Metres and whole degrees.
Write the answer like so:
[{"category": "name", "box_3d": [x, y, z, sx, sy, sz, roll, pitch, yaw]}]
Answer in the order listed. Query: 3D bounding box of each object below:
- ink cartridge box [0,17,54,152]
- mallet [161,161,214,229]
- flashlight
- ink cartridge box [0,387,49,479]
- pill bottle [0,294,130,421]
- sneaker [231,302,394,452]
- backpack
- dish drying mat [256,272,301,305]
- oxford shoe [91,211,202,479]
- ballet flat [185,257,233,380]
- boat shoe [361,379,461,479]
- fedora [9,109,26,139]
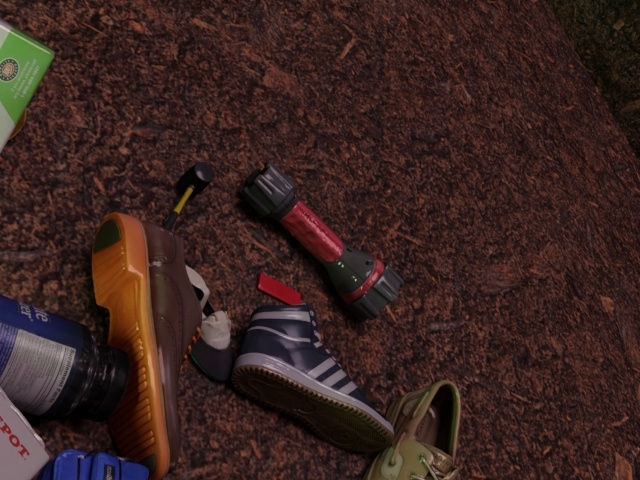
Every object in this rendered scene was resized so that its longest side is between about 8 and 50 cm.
[{"category": "ink cartridge box", "box_3d": [-0.502, -0.221, 1.334, 0.273, 0.198, 0.115, 29, 5, -28]}, {"category": "mallet", "box_3d": [-0.212, -0.049, 1.625, 0.039, 0.062, 0.190, 39, 39, -15]}, {"category": "flashlight", "box_3d": [0.000, 0.000, 1.776, 0.304, 0.103, 0.103, 45, 40, -11]}, {"category": "ink cartridge box", "box_3d": [-0.430, 0.232, 1.068, 0.201, 0.117, 0.278, 55, 27, -9]}, {"category": "pill bottle", "box_3d": [-0.344, 0.142, 1.279, 0.219, 0.123, 0.123, 25, 44, -32]}, {"category": "sneaker", "box_3d": [0.000, 0.198, 1.613, 0.282, 0.099, 0.153, 32, 40, -23]}, {"category": "backpack", "box_3d": [-0.266, 0.291, 1.257, 0.120, 0.101, 0.098, 22, 39, -29]}, {"category": "dish drying mat", "box_3d": [-0.066, 0.081, 1.716, 0.083, 0.008, 0.032, 30, 43, -28]}, {"category": "oxford shoe", "box_3d": [-0.205, 0.134, 1.406, 0.132, 0.130, 0.364, 10, 60, -38]}, {"category": "ballet flat", "box_3d": [-0.174, 0.102, 1.534, 0.074, 0.074, 0.203, -20, 76, -52]}, {"category": "boat shoe", "box_3d": [0.144, 0.347, 1.628, 0.121, 0.110, 0.341, 37, 39, -19]}, {"category": "fedora", "box_3d": [-0.480, -0.220, 1.473, 0.194, 0.079, 0.194, 27, 44, -28]}]
